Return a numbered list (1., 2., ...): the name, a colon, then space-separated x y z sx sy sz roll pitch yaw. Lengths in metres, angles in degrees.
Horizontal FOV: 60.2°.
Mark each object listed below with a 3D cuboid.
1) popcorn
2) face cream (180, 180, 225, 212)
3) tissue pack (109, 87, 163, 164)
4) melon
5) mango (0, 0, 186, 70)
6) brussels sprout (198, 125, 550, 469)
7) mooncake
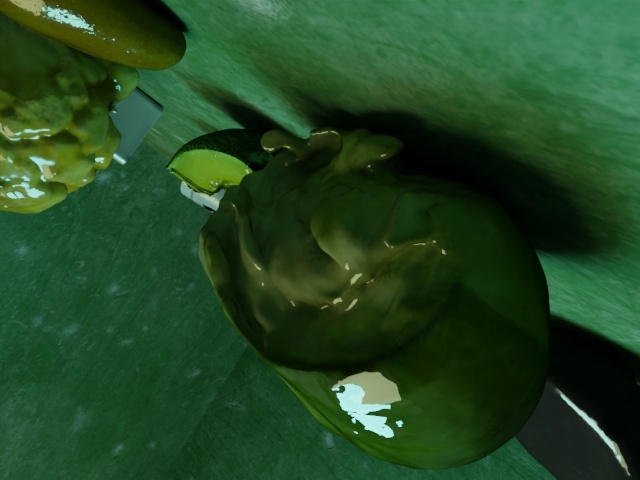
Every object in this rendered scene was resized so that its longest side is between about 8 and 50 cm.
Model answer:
1. popcorn: -0.524 -0.226 0.910 0.390 0.354 0.344 -19 150 22
2. face cream: -0.096 -0.060 1.141 0.369 0.145 0.145 32 176 2
3. tissue pack: -0.500 -0.299 1.257 0.246 0.159 0.136 29 173 45
4. melon: -0.078 -0.102 0.834 0.265 0.129 0.169 36 153 -8
5. mango: -0.240 -0.240 0.545 0.227 0.099 0.136 25 175 -42
6. brussels sprout: 0.053 0.056 0.569 0.371 0.276 0.315 30 171 37
7. mooncake: 0.415 0.272 0.891 0.283 0.141 0.283 49 161 24
